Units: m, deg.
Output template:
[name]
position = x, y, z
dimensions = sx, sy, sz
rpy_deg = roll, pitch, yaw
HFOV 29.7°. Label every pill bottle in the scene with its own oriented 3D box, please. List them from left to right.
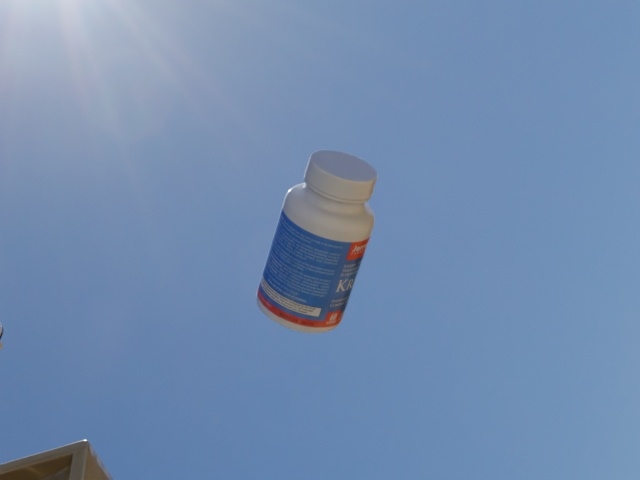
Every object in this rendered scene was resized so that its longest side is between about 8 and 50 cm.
[pill bottle]
position = 0.000, 0.000, 1.579
dimensions = 0.124, 0.124, 0.221
rpy_deg = -21, -45, -52

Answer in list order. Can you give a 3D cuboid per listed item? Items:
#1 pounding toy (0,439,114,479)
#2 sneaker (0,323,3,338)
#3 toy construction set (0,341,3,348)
[pounding toy]
position = -0.174, 0.219, 0.794
dimensions = 0.130, 0.141, 0.100
rpy_deg = -95, -14, -55
[sneaker]
position = -0.491, 0.146, 1.474
dimensions = 0.121, 0.099, 0.262
rpy_deg = 57, -158, -25
[toy construction set]
position = -0.317, -0.024, 0.661
dimensions = 0.215, 0.327, 0.151
rpy_deg = -29, 7, 3
